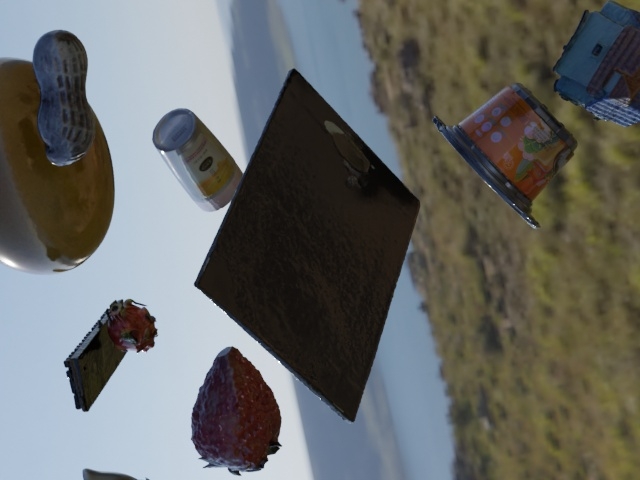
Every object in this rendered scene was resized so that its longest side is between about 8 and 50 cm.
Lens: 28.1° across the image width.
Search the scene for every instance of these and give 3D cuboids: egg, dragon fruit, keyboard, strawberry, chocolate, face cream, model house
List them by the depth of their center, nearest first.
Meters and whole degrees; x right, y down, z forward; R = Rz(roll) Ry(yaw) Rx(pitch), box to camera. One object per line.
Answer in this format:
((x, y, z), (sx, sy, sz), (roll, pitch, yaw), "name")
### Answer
((-0.314, -0.174, 1.564), (0.072, 0.072, 0.167), (-110, 16, -74), "chocolate")
((-0.111, 0.219, 1.603), (0.148, 0.131, 0.131), (63, -178, -15), "strawberry")
((0.384, -0.208, 1.603), (0.148, 0.119, 0.149), (-59, 25, 15), "model house")
((-0.418, -0.100, 1.800), (0.250, 0.250, 0.322), (-107, -4, -65), "egg")
((-0.322, 0.145, 2.157), (0.116, 0.081, 0.086), (45, -130, -60), "dragon fruit")
((-0.375, 0.187, 2.175), (0.317, 0.027, 0.106), (-70, -28, -75), "keyboard")
((-0.215, -0.141, 2.277), (0.073, 0.107, 0.269), (46, 175, 25), "face cream")

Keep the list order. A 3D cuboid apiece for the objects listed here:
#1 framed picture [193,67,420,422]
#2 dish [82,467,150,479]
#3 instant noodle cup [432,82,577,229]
((0.000, 0.000, 1.387), (0.244, 0.013, 0.324), (45, -135, -28), "framed picture")
((-0.261, 0.414, 1.878), (0.229, 0.081, 0.229), (57, 171, 14), "dish")
((0.265, -0.132, 1.734), (0.208, 0.125, 0.177), (46, -171, 0), "instant noodle cup")
